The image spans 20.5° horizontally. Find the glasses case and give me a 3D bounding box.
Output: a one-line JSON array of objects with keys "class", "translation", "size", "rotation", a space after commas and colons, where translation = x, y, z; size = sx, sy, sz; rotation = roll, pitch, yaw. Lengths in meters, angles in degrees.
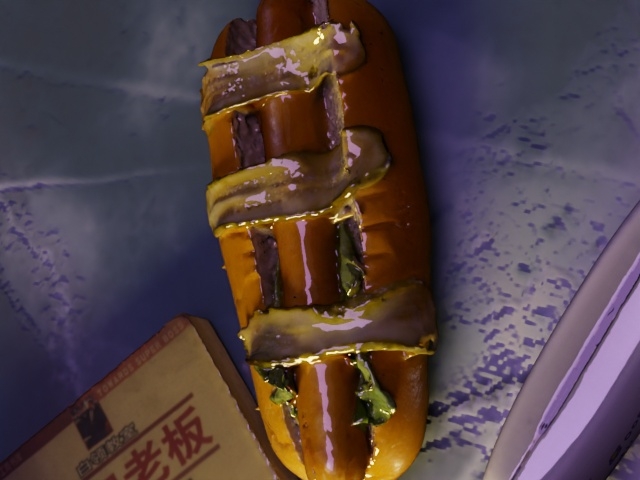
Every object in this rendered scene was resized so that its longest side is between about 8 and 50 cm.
[{"class": "glasses case", "translation": [0.131, 0.046, 0.772], "size": [0.049, 0.076, 0.197], "rotation": [33, 97, 26]}]

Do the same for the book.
[{"class": "book", "translation": [-0.066, 0.173, 0.879], "size": [0.161, 0.026, 0.231], "rotation": [-39, 67, 17]}]

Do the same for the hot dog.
[{"class": "hot dog", "translation": [0.000, 0.000, 0.850], "size": [0.109, 0.072, 0.270], "rotation": [-15, 74, 27]}]
